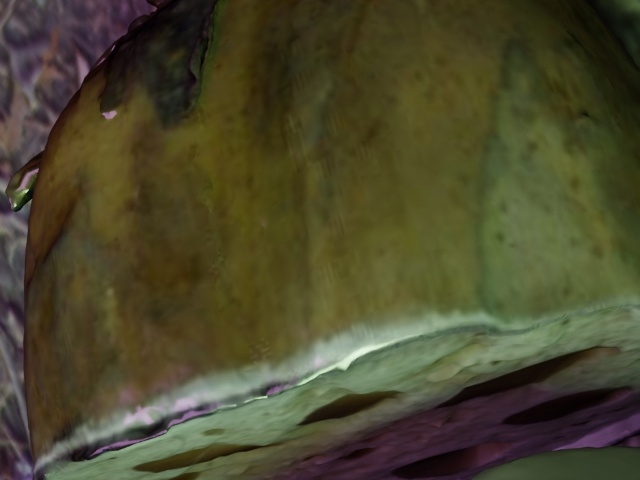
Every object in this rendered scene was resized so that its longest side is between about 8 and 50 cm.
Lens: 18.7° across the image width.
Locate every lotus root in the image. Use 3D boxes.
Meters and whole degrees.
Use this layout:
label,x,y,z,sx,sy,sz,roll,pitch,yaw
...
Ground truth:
label,x,y,z,sx,sy,sz,roll,pitch,yaw
lotus root,0.000,0.000,0.683,0.272,0.272,0.192,-27,75,45

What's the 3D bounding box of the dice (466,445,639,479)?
label,x,y,z,sx,sy,sz,roll,pitch,yaw
dice,0.115,0.263,0.572,0.304,0.277,0.304,39,114,39
